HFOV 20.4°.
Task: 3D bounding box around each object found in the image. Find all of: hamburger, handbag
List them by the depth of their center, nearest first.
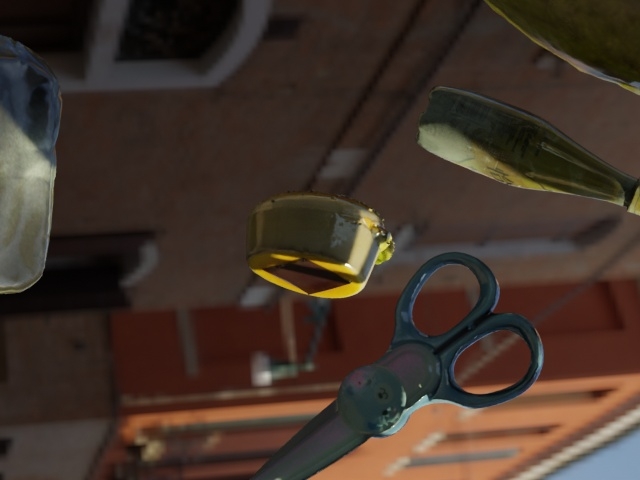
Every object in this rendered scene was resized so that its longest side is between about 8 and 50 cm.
[{"bbox_3d":[-0.405,-0.080,1.494,0.240,0.341,0.247,11,-83,44],"label":"handbag"},{"bbox_3d":[0.000,0.000,1.627,0.126,0.141,0.081,140,-33,-65],"label":"hamburger"}]

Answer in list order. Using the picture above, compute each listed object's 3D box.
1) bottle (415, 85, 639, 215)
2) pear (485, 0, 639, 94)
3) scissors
[{"bbox_3d":[0.236,-0.091,1.926,0.083,0.270,0.083,23,90,-80],"label":"bottle"},{"bbox_3d":[0.207,-0.295,1.093,0.352,0.352,0.413,120,-49,-66],"label":"pear"},{"bbox_3d":[0.045,0.122,1.360,0.125,0.256,0.030,54,5,20],"label":"scissors"}]
